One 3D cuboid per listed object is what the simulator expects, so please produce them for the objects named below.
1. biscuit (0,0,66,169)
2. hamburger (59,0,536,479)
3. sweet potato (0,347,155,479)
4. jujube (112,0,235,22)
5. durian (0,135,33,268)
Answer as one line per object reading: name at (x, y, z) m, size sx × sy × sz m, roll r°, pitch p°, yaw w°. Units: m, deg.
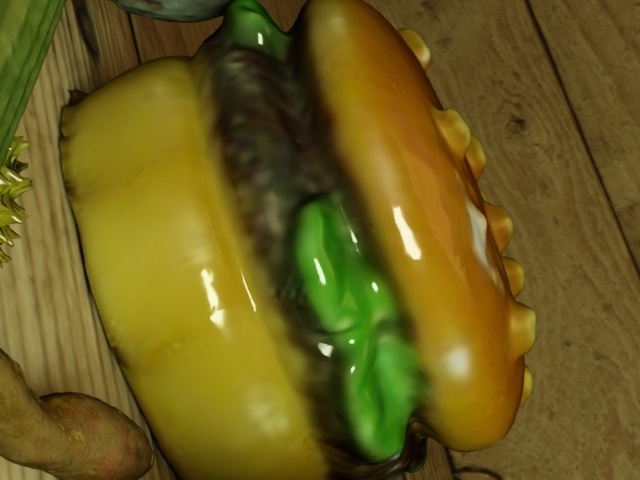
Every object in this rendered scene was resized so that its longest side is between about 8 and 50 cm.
biscuit at (-0.146, -0.049, 0.517) m, size 0.099 × 0.038 × 0.323 m, roll 46°, pitch 51°, yaw -47°
hamburger at (0.000, 0.000, 1.102) m, size 0.396 × 0.277 × 0.396 m, roll -21°, pitch 90°, yaw -84°
sweet potato at (-0.138, 0.088, 0.730) m, size 0.214 × 0.050 × 0.050 m, roll 52°, pitch 19°, yaw -64°
jujube at (-0.137, -0.315, 1.139) m, size 0.308 × 0.215 × 0.246 m, roll 56°, pitch -24°, yaw -8°
durian at (-0.182, -0.045, 0.582) m, size 0.208 × 0.102 × 0.147 m, roll 47°, pitch 30°, yaw -63°
